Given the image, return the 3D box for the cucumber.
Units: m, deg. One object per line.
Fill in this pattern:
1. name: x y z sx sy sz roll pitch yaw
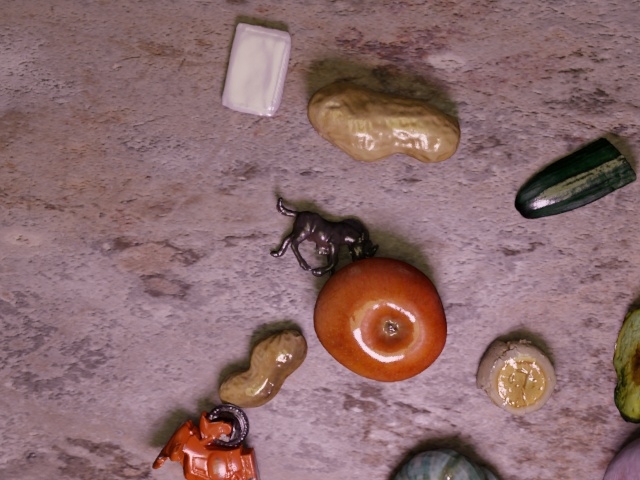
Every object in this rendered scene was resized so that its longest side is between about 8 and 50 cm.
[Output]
1. cucumber: 0.518 -0.113 1.849 0.244 0.063 0.115 -29 93 7

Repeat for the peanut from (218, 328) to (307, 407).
1. peanut: -0.120 0.278 1.909 0.229 0.098 0.103 -48 50 6

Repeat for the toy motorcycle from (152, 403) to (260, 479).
1. toy motorcycle: -0.236 0.513 1.912 0.221 0.148 0.326 -10 97 7

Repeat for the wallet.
1. wallet: -0.132 -0.355 1.874 0.124 0.032 0.183 12 98 2

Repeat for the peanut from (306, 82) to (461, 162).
1. peanut: 0.126 -0.226 1.825 0.318 0.147 0.148 13 97 -3

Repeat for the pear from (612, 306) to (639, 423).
1. pear: 0.743 0.260 1.829 0.255 0.164 0.238 2 77 -5

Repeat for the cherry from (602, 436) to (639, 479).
1. cherry: 0.730 0.518 1.789 0.326 0.335 0.291 -25 74 44

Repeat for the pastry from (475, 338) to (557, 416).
1. pastry: 0.411 0.285 1.883 0.165 0.088 0.166 0 93 3

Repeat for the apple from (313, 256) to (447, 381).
1. apple: 0.125 0.162 1.819 0.272 0.206 0.251 44 100 -8

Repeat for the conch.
1. conch: 0.270 0.537 1.882 0.277 0.195 0.220 -5 117 -19

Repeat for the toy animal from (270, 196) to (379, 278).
1. toy animal: 0.000 0.000 1.890 0.232 0.084 0.148 26 85 1
